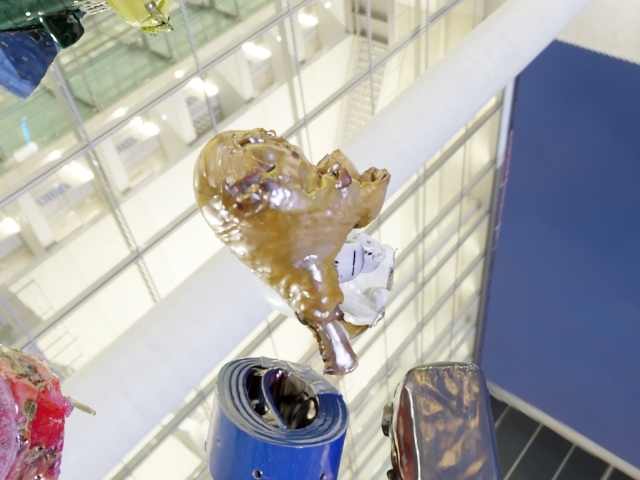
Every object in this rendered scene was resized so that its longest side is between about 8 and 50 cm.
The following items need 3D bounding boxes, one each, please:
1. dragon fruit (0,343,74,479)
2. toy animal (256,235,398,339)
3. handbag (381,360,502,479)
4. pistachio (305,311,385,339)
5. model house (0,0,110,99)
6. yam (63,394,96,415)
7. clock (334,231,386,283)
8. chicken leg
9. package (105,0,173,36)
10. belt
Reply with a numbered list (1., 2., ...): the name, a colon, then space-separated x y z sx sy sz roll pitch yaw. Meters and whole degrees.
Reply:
1. dragon fruit: -0.453 0.258 0.930 0.211 0.147 0.282 -8 -91 18
2. toy animal: 0.020 0.085 1.375 0.289 0.249 0.174 28 -59 19
3. handbag: 0.200 0.339 1.116 0.181 0.181 0.255 93 -8 -67
4. pistachio: 0.060 0.190 1.659 0.210 0.165 0.131 -9 -97 24
5. model house: -0.599 -0.507 1.320 0.445 0.400 0.395 -10 -28 20
6. yam: -0.456 0.309 1.241 0.107 0.014 0.014 10 -44 34
7. clock: 0.055 0.029 1.185 0.117 0.176 0.080 2 -81 13
8. chicken leg: 0.000 0.000 0.994 0.182 0.295 0.410 0 -65 67
9. package: -0.303 -0.410 1.006 0.226 0.090 0.168 58 -11 -29
10. belt: -0.068 0.288 1.034 0.212 0.117 0.347 8 7 -10
